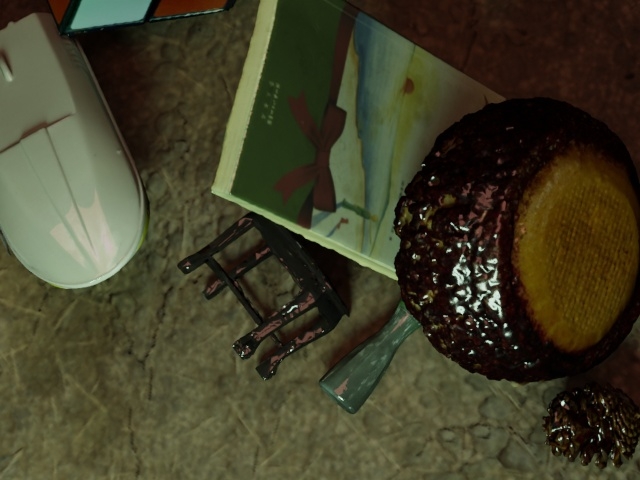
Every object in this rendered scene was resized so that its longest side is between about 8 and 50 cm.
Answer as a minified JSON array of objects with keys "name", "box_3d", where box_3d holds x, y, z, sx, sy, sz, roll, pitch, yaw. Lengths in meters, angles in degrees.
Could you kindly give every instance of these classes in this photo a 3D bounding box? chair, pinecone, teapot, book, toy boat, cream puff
[{"name":"chair","box_3d":[0.000,0.000,1.551,0.229,0.106,0.113,-38,73,-2]},{"name":"pinecone","box_3d":[0.227,0.155,1.497,0.083,0.077,0.077,-18,72,28]},{"name":"teapot","box_3d":[0.048,0.096,1.554,0.043,0.043,0.110,39,82,16]},{"name":"book","box_3d":[0.040,-0.082,1.500,0.026,0.289,0.201,-1,71,47]},{"name":"toy boat","box_3d":[-0.234,-0.067,1.590,0.141,0.141,0.269,-28,72,0]},{"name":"cream puff","box_3d":[0.159,-0.002,1.477,0.165,0.239,0.239,5,73,45]}]

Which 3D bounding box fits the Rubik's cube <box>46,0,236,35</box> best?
[{"name":"Rubik's cube","box_3d":[-0.157,-0.305,1.589,0.183,0.180,0.167,-11,68,-30]}]
